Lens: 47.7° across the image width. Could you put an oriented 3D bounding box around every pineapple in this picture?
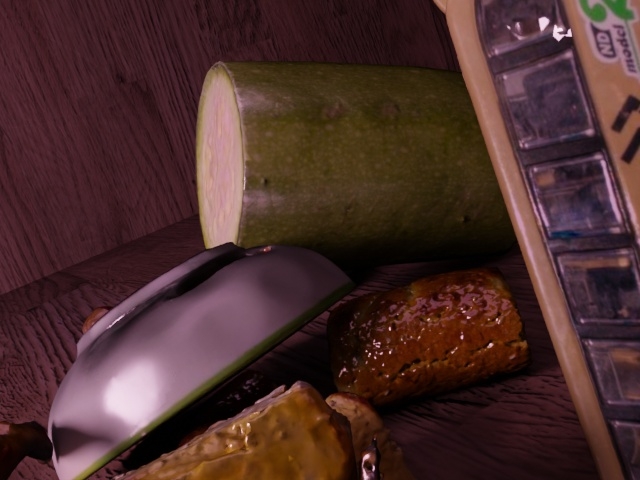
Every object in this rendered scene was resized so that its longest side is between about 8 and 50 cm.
[{"bbox_3d":[-0.076,0.158,0.397,0.186,0.114,0.236,-19,-23,-52],"label":"pineapple"}]

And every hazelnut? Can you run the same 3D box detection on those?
[{"bbox_3d":[-0.348,0.146,1.190,0.086,0.086,0.086,-19,12,4],"label":"hazelnut"}]

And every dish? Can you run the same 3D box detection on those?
[{"bbox_3d":[-0.131,0.089,0.694,0.324,0.124,0.324,-35,-5,-4],"label":"dish"}]

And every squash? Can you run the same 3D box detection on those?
[{"bbox_3d":[0.052,-0.090,0.908,0.384,0.263,0.263,-4,6,-21],"label":"squash"}]

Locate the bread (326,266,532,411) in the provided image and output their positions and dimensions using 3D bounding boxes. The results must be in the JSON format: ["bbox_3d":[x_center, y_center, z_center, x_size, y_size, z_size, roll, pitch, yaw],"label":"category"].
[{"bbox_3d":[0.096,0.088,0.665,0.172,0.103,0.132,-16,14,8],"label":"bread"}]

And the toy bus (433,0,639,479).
[{"bbox_3d":[0.208,-0.029,0.395,0.177,0.365,0.202,-28,12,-39],"label":"toy bus"}]

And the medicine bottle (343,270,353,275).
[{"bbox_3d":[0.000,0.000,1.116,0.144,0.144,0.252,-10,18,37],"label":"medicine bottle"}]

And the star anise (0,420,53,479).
[{"bbox_3d":[-0.246,0.238,0.444,0.237,0.148,0.346,-13,23,17],"label":"star anise"}]

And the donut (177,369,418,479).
[{"bbox_3d":[-0.040,0.169,0.564,0.141,0.085,0.217,-29,16,-38],"label":"donut"}]
